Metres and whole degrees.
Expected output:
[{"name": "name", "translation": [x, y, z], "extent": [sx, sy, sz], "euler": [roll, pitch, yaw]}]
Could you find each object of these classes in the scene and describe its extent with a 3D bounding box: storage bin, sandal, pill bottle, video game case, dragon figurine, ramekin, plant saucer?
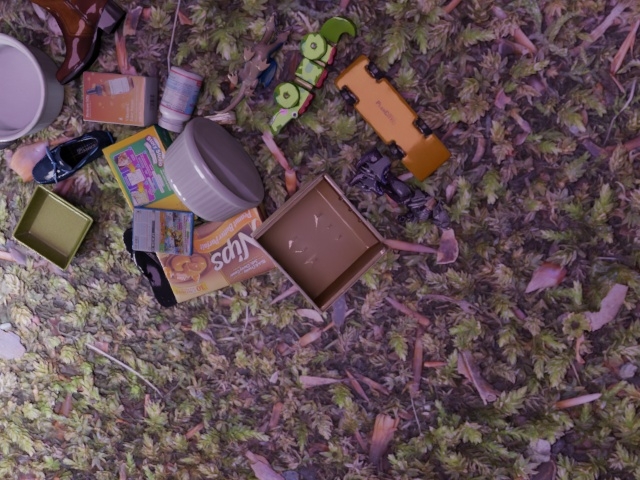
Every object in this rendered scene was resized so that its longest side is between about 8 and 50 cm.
[{"name": "storage bin", "translation": [0.000, 0.000, 1.565], "extent": [0.260, 0.123, 0.262], "euler": [-43, 100, -5]}, {"name": "sandal", "translation": [-0.476, 0.074, 1.720], "extent": [0.097, 0.054, 0.254], "euler": [-29, 97, 12]}, {"name": "pill bottle", "translation": [-0.373, -0.371, 1.595], "extent": [0.087, 0.087, 0.160], "euler": [22, 104, 2]}, {"name": "video game case", "translation": [-0.424, -0.025, 1.626], "extent": [0.166, 0.015, 0.119], "euler": [6, 101, 8]}, {"name": "dragon figurine", "translation": [-0.166, -0.439, 1.554], "extent": [0.085, 0.144, 0.289], "euler": [32, 123, -2]}, {"name": "ramekin", "translation": [-0.276, -0.169, 1.535], "extent": [0.127, 0.273, 0.272], "euler": [-34, 96, 19]}, {"name": "ramekin", "translation": [-0.834, -0.409, 1.624], "extent": [0.277, 0.135, 0.277], "euler": [2, 103, 7]}, {"name": "plant saucer", "translation": [-0.761, -0.040, 1.739], "extent": [0.188, 0.045, 0.188], "euler": [33, 104, -1]}]

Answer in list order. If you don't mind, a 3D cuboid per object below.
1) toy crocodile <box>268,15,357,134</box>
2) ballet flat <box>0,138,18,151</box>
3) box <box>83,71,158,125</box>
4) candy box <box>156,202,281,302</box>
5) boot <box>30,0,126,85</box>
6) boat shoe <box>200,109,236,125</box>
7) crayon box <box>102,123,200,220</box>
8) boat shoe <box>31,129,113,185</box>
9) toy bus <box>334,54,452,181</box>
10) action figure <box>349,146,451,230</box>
[{"name": "toy crocodile", "translation": [-0.029, -0.413, 1.526], "extent": [0.105, 0.115, 0.340], "euler": [31, 104, 0]}, {"name": "ballet flat", "translation": [-0.950, -0.278, 1.707], "extent": [0.203, 0.074, 0.074], "euler": [8, 103, 0]}, {"name": "box", "translation": [-0.532, -0.377, 1.613], "extent": [0.171, 0.091, 0.130], "euler": [6, 103, 6]}, {"name": "candy box", "translation": [-0.277, 0.033, 1.668], "extent": [0.317, 0.087, 0.182], "euler": [-20, 99, 11]}, {"name": "boot", "translation": [-0.692, -0.578, 1.553], "extent": [0.280, 0.096, 0.264], "euler": [36, 104, -17]}, {"name": "boat shoe", "translation": [-0.288, -0.312, 1.615], "extent": [0.136, 0.050, 0.045], "euler": [-15, 94, 10]}, {"name": "crayon box", "translation": [-0.452, -0.159, 1.654], "extent": [0.165, 0.081, 0.278], "euler": [-22, 98, 11]}, {"name": "boat shoe", "translation": [-0.700, -0.237, 1.666], "extent": [0.258, 0.089, 0.109], "euler": [-32, 96, 13]}, {"name": "toy bus", "translation": [0.182, -0.304, 1.514], "extent": [0.108, 0.130, 0.332], "euler": [-41, 94, 14]}, {"name": "action figure", "translation": [0.214, -0.110, 1.541], "extent": [0.285, 0.185, 0.099], "euler": [37, 73, 13]}]
